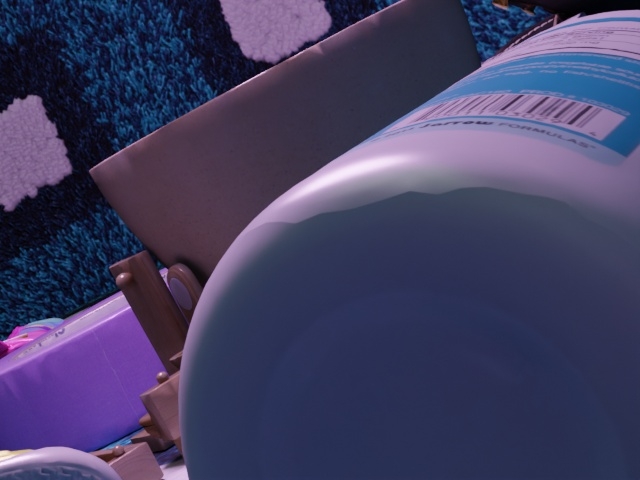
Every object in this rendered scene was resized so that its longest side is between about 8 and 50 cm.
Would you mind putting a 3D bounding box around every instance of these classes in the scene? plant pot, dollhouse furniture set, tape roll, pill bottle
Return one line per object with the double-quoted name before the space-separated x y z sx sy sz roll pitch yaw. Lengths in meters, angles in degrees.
"plant pot" 0.009 -0.032 1.150 0.284 0.191 0.284 -28 4 2
"dollhouse furniture set" -0.136 0.090 1.065 0.151 0.123 0.144 -31 5 -30
"tape roll" -0.158 0.093 1.389 0.275 0.090 0.275 -27 4 2
"pill bottle" 0.079 0.015 0.482 0.146 0.146 0.264 -25 5 30

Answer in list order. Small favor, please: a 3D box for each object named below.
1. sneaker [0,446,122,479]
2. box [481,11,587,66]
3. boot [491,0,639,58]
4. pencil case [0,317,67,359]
"sneaker" -0.197 0.166 0.795 0.240 0.091 0.126 -29 4 0
"box" 0.161 -0.094 1.381 0.181 0.119 0.182 -27 5 17
"boot" 0.238 -0.225 1.539 0.284 0.138 0.377 18 -23 -40
"pencil case" -0.278 0.129 1.614 0.104 0.104 0.236 -28 2 -4
